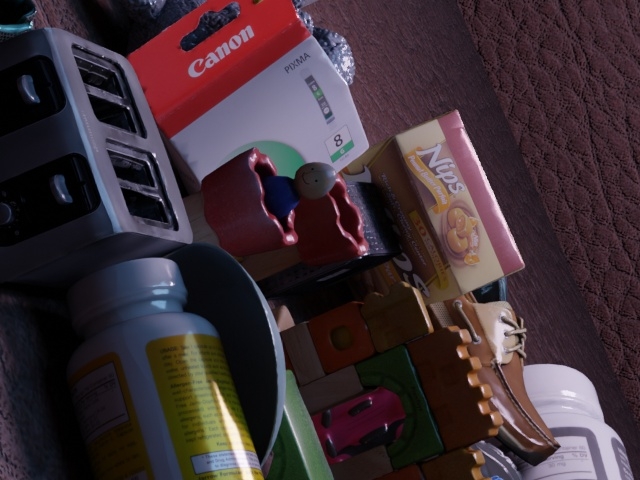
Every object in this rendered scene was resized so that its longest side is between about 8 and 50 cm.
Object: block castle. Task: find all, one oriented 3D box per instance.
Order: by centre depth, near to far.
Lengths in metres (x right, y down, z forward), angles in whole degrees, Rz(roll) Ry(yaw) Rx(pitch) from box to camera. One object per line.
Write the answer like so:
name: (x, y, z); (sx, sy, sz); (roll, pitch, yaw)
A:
block castle: (0.020, 0.157, 1.569); (0.453, 0.213, 0.303); (69, 15, 9)

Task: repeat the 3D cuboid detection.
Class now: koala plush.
koala plush: (-0.112, -0.197, 1.789); (0.221, 0.203, 0.196); (-37, 117, -54)

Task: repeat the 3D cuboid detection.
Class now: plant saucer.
plant saucer: (-0.074, 0.097, 1.399); (0.037, 0.195, 0.195); (-4, 67, -37)

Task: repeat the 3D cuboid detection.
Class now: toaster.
toaster: (-0.187, -0.051, 1.356); (0.168, 0.110, 0.186); (71, 15, 11)

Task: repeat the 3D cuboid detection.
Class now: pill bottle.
pill bottle: (-0.116, 0.124, 1.328); (0.117, 0.117, 0.208); (30, 38, -66)
pill bottle: (0.294, 0.343, 2.266); (0.204, 0.204, 0.361); (52, 21, -44)

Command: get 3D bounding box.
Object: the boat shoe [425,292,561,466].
boat shoe: (0.186, 0.121, 2.221); (0.324, 0.120, 0.122); (52, 5, 21)

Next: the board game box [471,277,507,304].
board game box: (0.184, 0.097, 2.400); (0.026, 0.126, 0.186); (61, 16, -21)

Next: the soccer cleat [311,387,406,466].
soccer cleat: (0.056, 0.189, 1.892); (0.331, 0.116, 0.143); (54, 3, -47)

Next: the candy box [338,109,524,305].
candy box: (0.097, -0.021, 2.050); (0.183, 0.087, 0.316); (66, -18, 0)

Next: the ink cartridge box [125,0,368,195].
ink cartridge box: (-0.062, -0.125, 1.718); (0.056, 0.181, 0.224); (35, -25, 43)

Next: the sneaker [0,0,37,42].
sneaker: (-0.241, -0.156, 1.391); (0.065, 0.076, 0.166); (71, 15, 12)

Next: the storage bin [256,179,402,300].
storage bin: (0.000, 0.000, 1.908); (0.084, 0.122, 0.180); (68, 15, 5)

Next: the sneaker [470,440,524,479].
sneaker: (0.139, 0.253, 2.103); (0.286, 0.109, 0.130); (57, 26, -10)

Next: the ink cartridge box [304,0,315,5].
ink cartridge box: (-0.065, -0.457, 2.058); (0.384, 0.279, 0.160); (67, 14, -2)

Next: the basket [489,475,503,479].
basket: (0.210, 0.324, 1.793); (0.255, 0.289, 0.201); (47, 18, -87)
